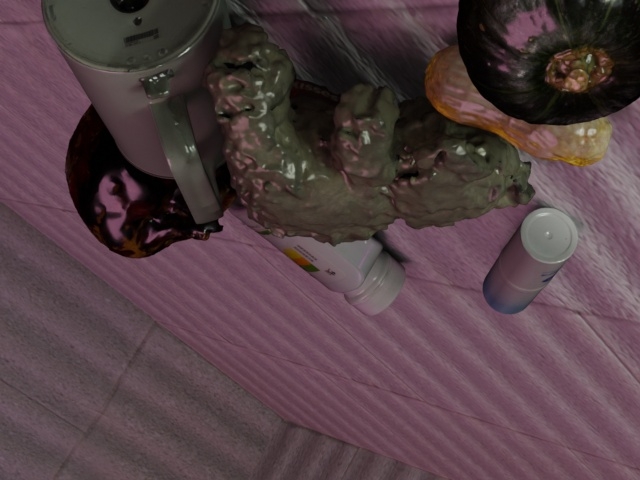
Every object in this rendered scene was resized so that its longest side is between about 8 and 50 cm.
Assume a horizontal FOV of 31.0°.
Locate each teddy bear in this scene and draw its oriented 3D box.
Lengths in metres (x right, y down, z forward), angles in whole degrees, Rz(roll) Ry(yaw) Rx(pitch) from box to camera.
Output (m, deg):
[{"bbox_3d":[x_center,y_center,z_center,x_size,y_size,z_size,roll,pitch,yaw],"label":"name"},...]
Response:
[{"bbox_3d":[0.067,-0.109,1.354,0.367,0.225,0.357,0,171,9],"label":"teddy bear"}]

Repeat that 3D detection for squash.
[{"bbox_3d":[0.200,-0.183,0.935,0.193,0.156,0.193,-13,162,-4],"label":"squash"}]

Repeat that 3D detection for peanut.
[{"bbox_3d":[0.202,-0.141,1.186,0.206,0.087,0.087,27,163,18],"label":"peanut"}]

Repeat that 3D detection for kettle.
[{"bbox_3d":[-0.182,-0.203,1.417,0.265,0.205,0.318,40,166,16],"label":"kettle"}]

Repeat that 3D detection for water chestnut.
[{"bbox_3d":[-0.242,-0.110,1.706,0.289,0.289,0.244,36,-172,-16],"label":"water chestnut"}]

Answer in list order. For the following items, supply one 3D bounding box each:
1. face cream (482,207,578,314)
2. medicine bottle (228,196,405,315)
[{"bbox_3d":[0.278,0.033,1.555,0.077,0.077,0.250,29,163,6],"label":"face cream"},{"bbox_3d":[0.000,0.000,1.874,0.296,0.111,0.161,37,162,-25],"label":"medicine bottle"}]
